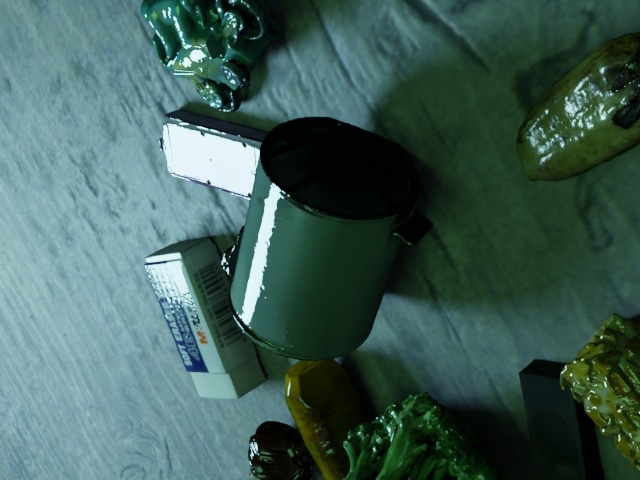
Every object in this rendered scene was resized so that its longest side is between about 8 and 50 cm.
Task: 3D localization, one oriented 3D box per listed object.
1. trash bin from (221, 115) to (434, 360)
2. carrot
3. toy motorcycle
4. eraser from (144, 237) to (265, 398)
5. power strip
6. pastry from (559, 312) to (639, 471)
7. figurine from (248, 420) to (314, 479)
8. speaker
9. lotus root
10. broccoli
[{"bbox_3d":[0.000,0.000,1.369,0.277,0.217,0.263,30,131,19],"label":"trash bin"},{"bbox_3d":[0.037,0.327,1.602,0.114,0.114,0.302,-12,106,47],"label":"carrot"},{"bbox_3d":[-0.161,-0.297,1.410,0.198,0.109,0.296,38,155,-6],"label":"toy motorcycle"},{"bbox_3d":[-0.203,0.139,1.748,0.124,0.081,0.279,-8,106,47],"label":"eraser"},{"bbox_3d":[-0.150,-0.131,1.575,0.278,0.037,0.109,18,124,37],"label":"power strip"},{"bbox_3d":[0.406,0.206,1.176,0.250,0.102,0.154,45,134,18],"label":"pastry"},{"bbox_3d":[-0.084,0.468,1.772,0.168,0.187,0.315,17,115,43],"label":"figurine"},{"bbox_3d":[0.326,0.269,1.332,0.082,0.044,0.218,4,115,43],"label":"speaker"},{"bbox_3d":[0.305,-0.144,1.086,0.110,0.097,0.258,63,146,7],"label":"lotus root"},{"bbox_3d":[0.138,0.357,1.416,0.294,0.245,0.265,22,126,39],"label":"broccoli"}]
